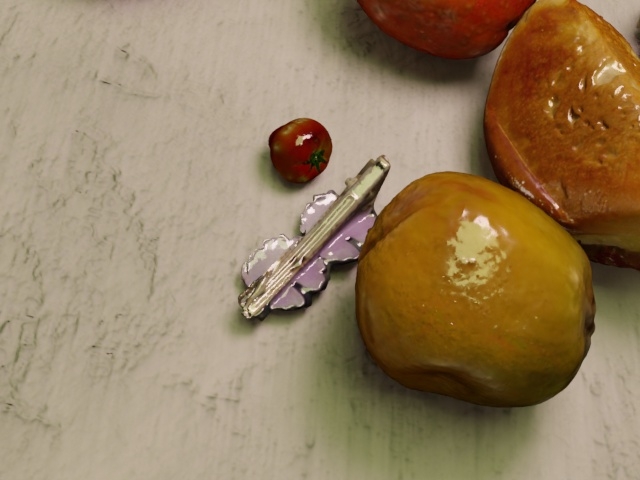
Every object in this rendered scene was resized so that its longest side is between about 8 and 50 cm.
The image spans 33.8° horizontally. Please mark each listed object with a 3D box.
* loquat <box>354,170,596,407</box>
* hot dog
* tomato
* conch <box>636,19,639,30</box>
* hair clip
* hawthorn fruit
[{"bbox_3d":[0.178,0.057,1.214,0.284,0.276,0.276,17,58,10],"label":"loquat"},{"bbox_3d":[0.354,-0.121,1.384,0.185,0.223,0.405,20,36,-46],"label":"hot dog"},{"bbox_3d":[-0.028,-0.121,1.383,0.087,0.087,0.075,-38,47,-27],"label":"tomato"},{"bbox_3d":[0.633,-0.325,1.560,0.324,0.186,0.263,4,36,-12],"label":"conch"},{"bbox_3d":[0.000,0.000,1.326,0.106,0.084,0.292,41,66,6],"label":"hair clip"},{"bbox_3d":[0.178,-0.392,1.470,0.285,0.284,0.284,5,60,-9],"label":"hawthorn fruit"}]
